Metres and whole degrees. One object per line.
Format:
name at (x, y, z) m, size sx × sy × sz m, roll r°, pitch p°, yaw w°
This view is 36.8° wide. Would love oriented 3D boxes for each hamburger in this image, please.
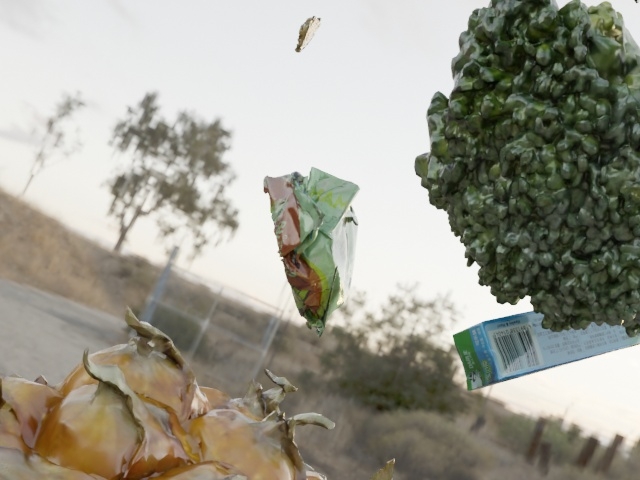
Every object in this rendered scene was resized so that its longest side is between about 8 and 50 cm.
hamburger at (0.003, -0.007, 1.571) m, size 0.150 × 0.260 × 0.276 m, roll -15°, pitch 25°, yaw -1°

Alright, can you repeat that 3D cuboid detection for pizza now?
pizza at (-0.023, -0.385, 1.735) m, size 0.025 × 0.083 × 0.078 m, roll 30°, pitch -30°, yaw 8°

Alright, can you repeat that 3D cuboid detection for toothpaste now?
toothpaste at (0.260, 0.104, 1.039) m, size 0.267 × 0.065 × 0.050 m, roll -8°, pitch -16°, yaw -36°

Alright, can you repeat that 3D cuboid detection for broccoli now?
broccoli at (0.261, -0.085, 0.924) m, size 0.334 × 0.272 × 0.324 m, roll 23°, pitch -33°, yaw 23°

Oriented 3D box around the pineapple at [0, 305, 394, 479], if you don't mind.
pineapple at (-0.083, 0.163, 0.308) m, size 0.209 × 0.344 × 0.286 m, roll 17°, pitch -39°, yaw 37°
